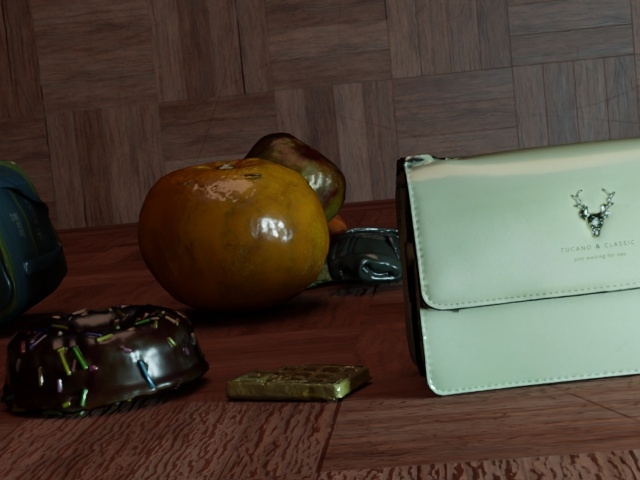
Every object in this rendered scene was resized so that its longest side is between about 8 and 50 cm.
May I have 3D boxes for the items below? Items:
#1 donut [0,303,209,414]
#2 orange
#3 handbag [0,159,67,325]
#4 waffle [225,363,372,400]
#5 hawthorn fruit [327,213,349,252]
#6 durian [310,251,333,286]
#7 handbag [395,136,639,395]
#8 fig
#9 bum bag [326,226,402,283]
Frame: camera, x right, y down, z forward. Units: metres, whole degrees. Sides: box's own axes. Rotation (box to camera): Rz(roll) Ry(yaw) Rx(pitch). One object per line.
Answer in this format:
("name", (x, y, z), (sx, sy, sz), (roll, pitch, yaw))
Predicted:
("donut", (-0.245, 0.128, 1.470), (0.235, 0.089, 0.235), (-7, 8, 1))
("orange", (-0.129, -0.006, 1.940), (0.283, 0.226, 0.284), (-1, 6, 0))
("handbag", (-0.538, 0.008, 2.037), (0.222, 0.263, 0.241), (-19, 6, 8))
("waffle", (-0.023, 0.149, 1.380), (0.135, 0.021, 0.092), (-2, 9, 26))
("hawthorn fruit", (0.000, 0.000, 2.318), (0.128, 0.128, 0.128), (-6, 6, 1))
("durian", (-0.060, 0.045, 2.134), (0.215, 0.086, 0.100), (-4, 19, -23))
("handbag", (0.265, 0.015, 1.341), (0.358, 0.237, 0.160), (-6, 4, -1))
("fig", (-0.099, -0.059, 2.203), (0.290, 0.191, 0.190), (-31, 8, -2))
("bum bag", (0.094, 0.017, 2.139), (0.142, 0.080, 0.326), (10, 11, 8))
